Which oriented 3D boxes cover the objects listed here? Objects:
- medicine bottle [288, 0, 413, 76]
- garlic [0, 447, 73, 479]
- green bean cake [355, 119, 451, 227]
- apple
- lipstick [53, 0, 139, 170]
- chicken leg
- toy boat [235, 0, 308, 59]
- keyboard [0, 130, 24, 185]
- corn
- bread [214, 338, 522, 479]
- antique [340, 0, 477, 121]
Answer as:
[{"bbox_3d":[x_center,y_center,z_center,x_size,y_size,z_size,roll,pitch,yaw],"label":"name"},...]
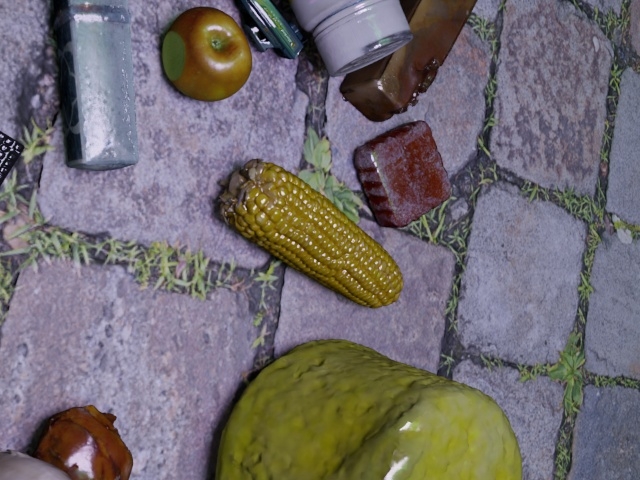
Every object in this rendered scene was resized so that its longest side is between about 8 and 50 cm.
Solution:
[{"bbox_3d":[0.016,-0.356,1.000,0.143,0.143,0.258,-28,94,-32],"label":"medicine bottle"},{"bbox_3d":[-0.321,0.350,0.719,0.313,0.249,0.286,-18,77,3],"label":"garlic"},{"bbox_3d":[0.122,-0.099,1.150,0.135,0.056,0.135,-30,108,-31],"label":"green bean cake"},{"bbox_3d":[-0.135,-0.229,0.941,0.099,0.102,0.114,-6,92,-33],"label":"apple"},{"bbox_3d":[-0.257,-0.224,0.870,0.076,0.077,0.290,-8,95,-35],"label":"lipstick"},{"bbox_3d":[-0.266,0.337,0.863,0.113,0.093,0.305,-4,96,-46],"label":"chicken leg"},{"bbox_3d":[-0.080,-0.298,1.008,0.060,0.055,0.141,-42,116,-4],"label":"toy boat"},{"bbox_3d":[-0.393,-0.031,0.813,0.061,0.013,0.204,35,71,-29],"label":"keyboard"},{"bbox_3d":[0.000,0.000,1.035,0.305,0.106,0.106,35,71,-31],"label":"corn"},{"bbox_3d":[0.068,0.302,0.957,0.348,0.307,0.348,3,84,-37],"label":"bread"},{"bbox_3d":[0.145,-0.317,1.149,0.093,0.087,0.310,40,68,-30],"label":"antique"}]
